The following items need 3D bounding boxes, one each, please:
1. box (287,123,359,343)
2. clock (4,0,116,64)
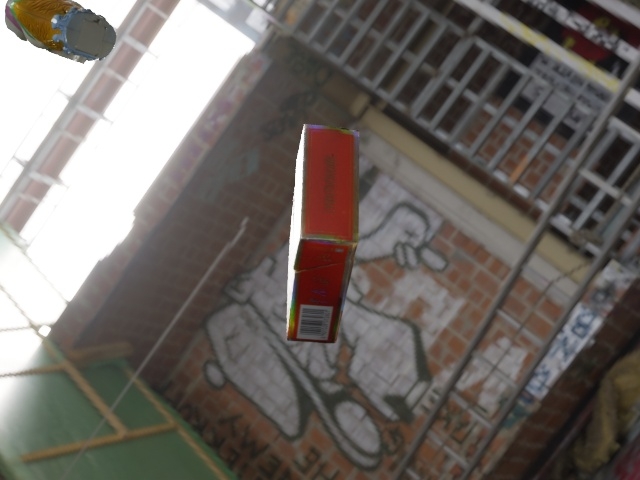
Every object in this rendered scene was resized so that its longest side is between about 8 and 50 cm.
[{"bbox_3d":[-0.001,0.000,0.831,0.048,0.112,0.175,4,147,-3],"label":"box"},{"bbox_3d":[-0.451,-0.371,1.709,0.144,0.103,0.231,21,-176,21],"label":"clock"}]
